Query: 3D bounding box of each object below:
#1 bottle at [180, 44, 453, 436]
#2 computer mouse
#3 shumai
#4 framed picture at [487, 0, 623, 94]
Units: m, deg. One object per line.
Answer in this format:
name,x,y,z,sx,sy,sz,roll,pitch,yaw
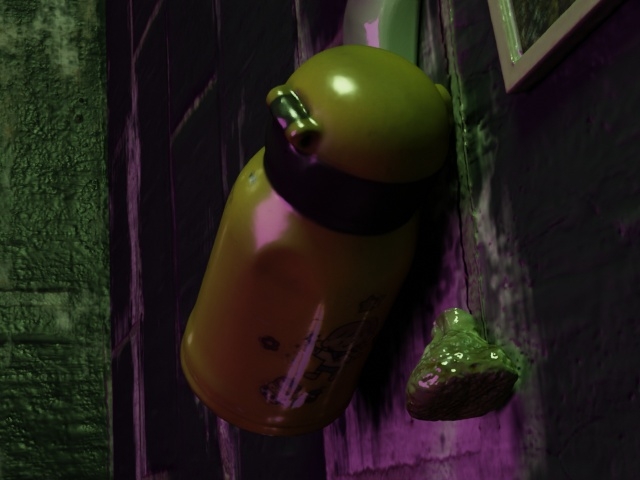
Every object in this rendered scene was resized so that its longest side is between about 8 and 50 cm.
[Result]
bottle,0.000,0.000,0.856,0.172,0.171,0.351,-108,30,-42
computer mouse,0.049,-0.170,0.895,0.089,0.056,0.182,-175,86,-74
shumai,0.096,0.083,0.730,0.083,0.082,0.080,-40,46,32
framed picture,0.158,-0.291,0.664,0.240,0.020,0.324,135,133,-60
